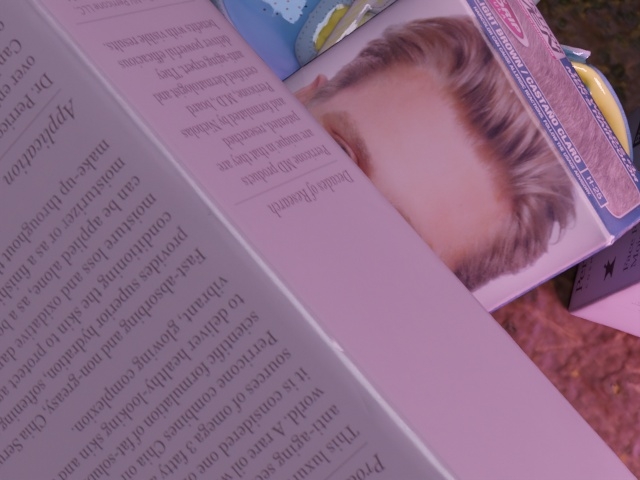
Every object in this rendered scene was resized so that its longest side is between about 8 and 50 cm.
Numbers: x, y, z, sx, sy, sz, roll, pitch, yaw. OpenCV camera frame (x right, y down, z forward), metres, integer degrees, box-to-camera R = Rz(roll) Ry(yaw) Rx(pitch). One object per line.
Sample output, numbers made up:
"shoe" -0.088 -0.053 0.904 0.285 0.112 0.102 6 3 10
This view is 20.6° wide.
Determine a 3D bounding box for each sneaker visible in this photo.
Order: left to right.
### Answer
"sneaker" 0.067 -0.111 1.115 0.319 0.208 0.127 30 86 -5

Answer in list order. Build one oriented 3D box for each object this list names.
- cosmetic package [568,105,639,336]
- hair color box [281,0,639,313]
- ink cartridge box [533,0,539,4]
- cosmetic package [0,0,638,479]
"cosmetic package" 0.276 -0.011 1.159 0.151 0.184 0.151 18 76 -8
"hair color box" 0.000 0.000 1.029 0.347 0.105 0.174 -33 87 27
"ink cartridge box" 0.099 -0.210 1.226 0.135 0.056 0.099 41 73 -3
"cosmetic package" -0.073 0.053 0.923 0.453 0.161 0.230 49 117 7
